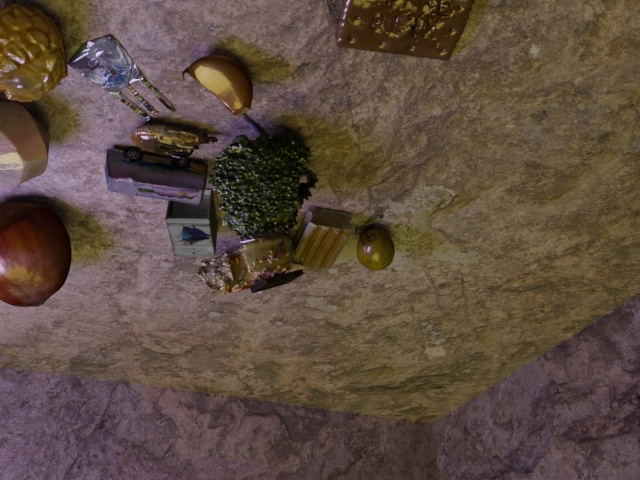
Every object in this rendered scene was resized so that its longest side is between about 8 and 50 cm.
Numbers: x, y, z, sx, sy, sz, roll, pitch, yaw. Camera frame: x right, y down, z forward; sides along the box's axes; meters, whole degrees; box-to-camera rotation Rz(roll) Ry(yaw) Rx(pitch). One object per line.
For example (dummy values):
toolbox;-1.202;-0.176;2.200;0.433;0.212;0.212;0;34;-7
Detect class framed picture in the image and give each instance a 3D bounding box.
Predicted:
framed picture;-0.163;0.152;2.329;0.168;0.023;0.128;-13;168;-37

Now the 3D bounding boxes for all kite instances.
kite;-0.535;-0.439;1.735;0.169;0.015;0.310;-25;138;28

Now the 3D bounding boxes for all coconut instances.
coconut;-0.897;-0.277;1.785;0.259;0.260;0.259;-1;144;-1

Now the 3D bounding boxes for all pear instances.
pear;0.202;0.032;2.305;0.148;0.149;0.162;-8;138;9

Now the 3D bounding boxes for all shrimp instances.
shrimp;-0.447;-0.291;1.899;0.254;0.059;0.145;6;152;-18

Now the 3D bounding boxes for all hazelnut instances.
hazelnut;-1.039;0.046;2.132;0.365;0.366;0.366;-1;144;-1

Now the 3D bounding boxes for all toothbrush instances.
toothbrush;-0.229;-0.367;1.844;0.013;0.019;0.193;-20;142;24

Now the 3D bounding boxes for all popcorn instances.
popcorn;-0.755;-0.461;1.560;0.250;0.190;0.250;-11;150;-6

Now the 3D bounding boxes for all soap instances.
soap;0.000;0.000;2.302;0.173;0.089;0.274;8;144;-17

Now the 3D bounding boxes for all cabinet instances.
cabinet;-0.440;-0.059;2.153;0.144;0.150;0.206;1;144;-2

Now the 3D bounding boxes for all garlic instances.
garlic;-0.275;-0.433;1.677;0.206;0.128;0.115;29;178;-31

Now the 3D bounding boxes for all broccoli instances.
broccoli;-0.170;-0.173;1.905;0.323;0.272;0.335;-3;113;1

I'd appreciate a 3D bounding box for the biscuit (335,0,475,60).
biscuit;0.210;-0.557;1.575;0.324;0.044;0.217;5;142;-9

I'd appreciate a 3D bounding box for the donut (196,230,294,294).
donut;-0.251;0.082;2.286;0.371;0.150;0.307;-28;167;39

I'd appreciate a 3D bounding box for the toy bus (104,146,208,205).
toy bus;-0.520;-0.199;1.966;0.316;0.138;0.112;6;142;-14
